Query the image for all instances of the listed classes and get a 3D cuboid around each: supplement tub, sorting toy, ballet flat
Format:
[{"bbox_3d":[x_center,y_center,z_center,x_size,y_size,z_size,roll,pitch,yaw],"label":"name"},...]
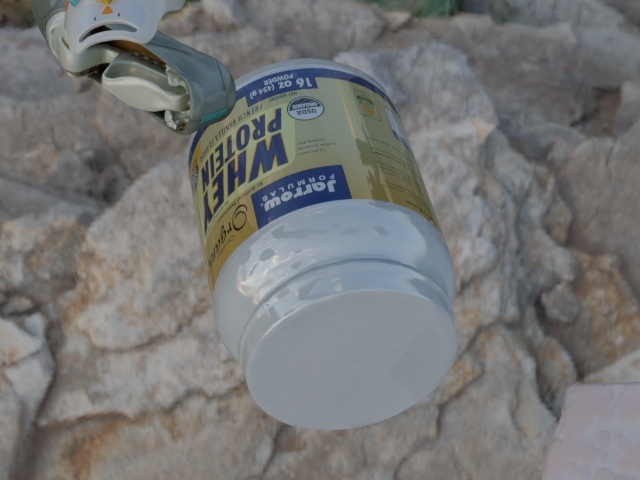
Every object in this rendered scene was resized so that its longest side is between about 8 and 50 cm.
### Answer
[{"bbox_3d":[0.000,0.000,1.258,0.228,0.228,0.316,-11,46,-5],"label":"supplement tub"},{"bbox_3d":[-0.133,-0.148,0.842,0.083,0.045,0.075,-9,50,7],"label":"sorting toy"},{"bbox_3d":[-0.164,-0.146,1.031,0.213,0.072,0.068,28,41,22],"label":"ballet flat"}]

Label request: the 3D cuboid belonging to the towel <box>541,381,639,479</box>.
[{"bbox_3d":[0.333,0.278,1.220,0.317,0.053,0.332,-8,48,40],"label":"towel"}]
